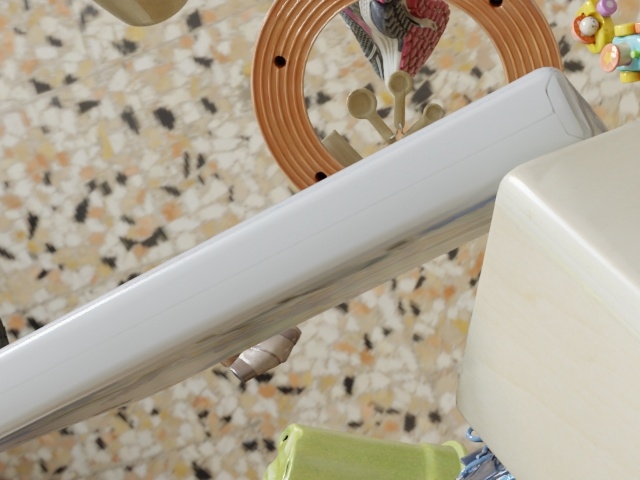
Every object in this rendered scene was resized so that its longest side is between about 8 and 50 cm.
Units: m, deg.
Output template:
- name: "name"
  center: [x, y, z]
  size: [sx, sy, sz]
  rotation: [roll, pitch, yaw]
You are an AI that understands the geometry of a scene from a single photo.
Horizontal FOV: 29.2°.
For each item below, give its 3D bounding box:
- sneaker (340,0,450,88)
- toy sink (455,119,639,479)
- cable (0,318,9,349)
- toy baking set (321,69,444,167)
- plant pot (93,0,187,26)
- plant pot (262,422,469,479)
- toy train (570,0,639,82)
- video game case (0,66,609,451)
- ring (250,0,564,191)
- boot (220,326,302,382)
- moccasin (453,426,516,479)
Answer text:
- name: "sneaker"
  center: [0.079, -0.280, 1.474]
  size: [0.112, 0.299, 0.121]
  rotation: [31, 79, 19]
- name: "toy sink"
  center: [0.190, 0.032, 0.436]
  size: [0.153, 0.234, 0.131]
  rotation: [48, 148, 37]
- name: "cable"
  center: [-0.362, 0.118, 1.161]
  size: [0.047, 0.150, 0.184]
  rotation: [33, 131, 32]
- name: "toy baking set"
  center: [0.115, -0.082, 1.414]
  size: [0.256, 0.030, 0.196]
  rotation: [21, 102, -4]
- name: "plant pot"
  center: [-0.287, -0.442, 1.749]
  size: [0.256, 0.256, 0.274]
  rotation: [-4, 145, 17]
- name: "plant pot"
  center: [0.047, 0.386, 1.774]
  size: [0.254, 0.276, 0.276]
  rotation: [20, 110, -10]
- name: "toy train"
  center: [0.280, -0.225, 1.192]
  size: [0.046, 0.166, 0.125]
  rotation: [-14, 140, -19]
- name: "video game case"
  center: [-0.014, 0.020, 0.598]
  size: [0.329, 0.300, 0.036]
  rotation: [-27, 85, 15]
- name: "ring"
  center: [0.090, -0.161, 1.314]
  size: [0.337, 0.032, 0.336]
  rotation: [5, 116, 10]
- name: "boot"
  center: [-0.079, 0.102, 1.345]
  size: [0.087, 0.042, 0.118]
  rotation: [-43, 55, -13]
- name: "moccasin"
  center: [0.176, 0.255, 1.261]
  size: [0.138, 0.117, 0.342]
  rotation: [26, 135, -19]
